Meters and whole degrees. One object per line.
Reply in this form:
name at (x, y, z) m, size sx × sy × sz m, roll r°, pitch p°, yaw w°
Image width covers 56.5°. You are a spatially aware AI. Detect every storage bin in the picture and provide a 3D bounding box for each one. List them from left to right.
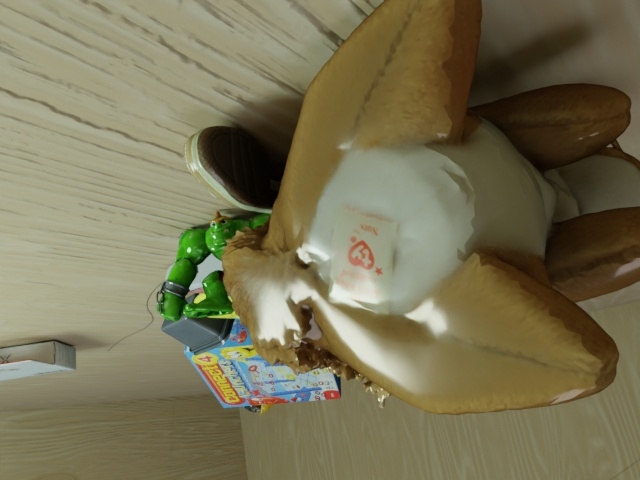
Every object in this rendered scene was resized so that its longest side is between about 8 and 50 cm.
storage bin at (-0.238, 0.152, 1.153) m, size 0.091 × 0.098 × 0.135 m, roll 34°, pitch 141°, yaw -27°

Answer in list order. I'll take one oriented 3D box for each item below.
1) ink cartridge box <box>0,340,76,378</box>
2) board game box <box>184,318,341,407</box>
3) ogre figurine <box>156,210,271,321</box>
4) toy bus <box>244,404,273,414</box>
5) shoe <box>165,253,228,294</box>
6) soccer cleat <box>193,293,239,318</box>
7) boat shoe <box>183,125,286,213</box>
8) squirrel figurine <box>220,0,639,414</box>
ink cartridge box at (-0.707, 0.263, 1.282) m, size 0.275 × 0.060 × 0.239 m, roll -8°, pitch 162°, yaw -4°
board game box at (-0.121, 0.281, 1.396) m, size 0.302 × 0.086 × 0.308 m, roll -7°, pitch 141°, yaw 7°
ogre figurine at (-0.111, 0.029, 0.748) m, size 0.197 × 0.118 × 0.097 m, roll -20°, pitch 157°, yaw 26°
toy bus at (-0.143, 0.373, 1.705) m, size 0.212 × 0.149 × 0.220 m, roll -4°, pitch -158°, yaw -34°
shoe at (-0.148, 0.046, 0.887) m, size 0.178 × 0.063 × 0.081 m, roll -17°, pitch 164°, yaw 40°
soccer cleat at (-0.076, 0.104, 1.007) m, size 0.289 × 0.121 × 0.093 m, roll -12°, pitch 164°, yaw 7°
boat shoe at (-0.083, -0.057, 0.581) m, size 0.072 × 0.068 × 0.190 m, roll -3°, pitch 167°, yaw 23°
squirrel figurine at (0.124, 0.000, 0.582) m, size 0.397 × 0.280 × 0.371 m, roll -34°, pitch 166°, yaw 38°
